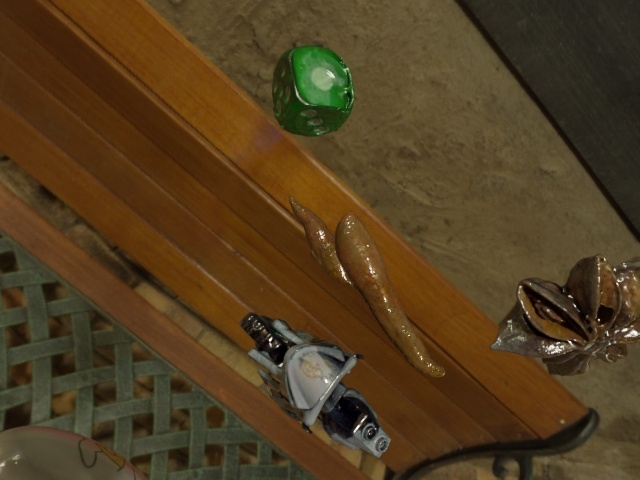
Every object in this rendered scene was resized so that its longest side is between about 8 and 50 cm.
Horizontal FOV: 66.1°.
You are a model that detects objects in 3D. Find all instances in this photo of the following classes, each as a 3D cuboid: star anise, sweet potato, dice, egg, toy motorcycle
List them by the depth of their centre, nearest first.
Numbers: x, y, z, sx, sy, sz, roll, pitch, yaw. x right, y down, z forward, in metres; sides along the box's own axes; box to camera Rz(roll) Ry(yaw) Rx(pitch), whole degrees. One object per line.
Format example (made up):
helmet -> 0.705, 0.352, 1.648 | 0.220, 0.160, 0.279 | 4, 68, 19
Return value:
egg -> -0.269, 0.316, 0.520 | 0.196, 0.196, 0.271 | -25, 95, 34
sweet potato -> 0.072, 0.065, 0.569 | 0.050, 0.050, 0.214 | -38, 73, 36
toy motorcycle -> 0.006, 0.192, 0.623 | 0.270, 0.106, 0.159 | 51, 160, -27
star anise -> 0.443, 0.144, 0.848 | 0.315, 0.108, 0.315 | -5, 136, -5
dice -> -0.018, -0.279, 0.932 | 0.120, 0.128, 0.131 | 144, 120, -61
sweet potato -> 0.002, 0.002, 0.996 | 0.068, 0.068, 0.226 | -44, 74, 37
